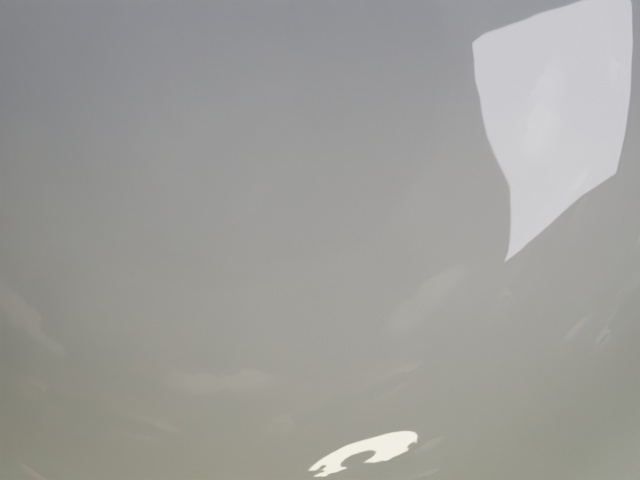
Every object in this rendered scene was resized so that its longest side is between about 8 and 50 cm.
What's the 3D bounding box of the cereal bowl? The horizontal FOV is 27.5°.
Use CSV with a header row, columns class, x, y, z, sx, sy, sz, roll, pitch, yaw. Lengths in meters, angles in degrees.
class,x,y,z,sx,sy,sz,roll,pitch,yaw
cereal bowl,-0.004,-0.025,0.413,0.338,0.141,0.339,-11,123,-18
